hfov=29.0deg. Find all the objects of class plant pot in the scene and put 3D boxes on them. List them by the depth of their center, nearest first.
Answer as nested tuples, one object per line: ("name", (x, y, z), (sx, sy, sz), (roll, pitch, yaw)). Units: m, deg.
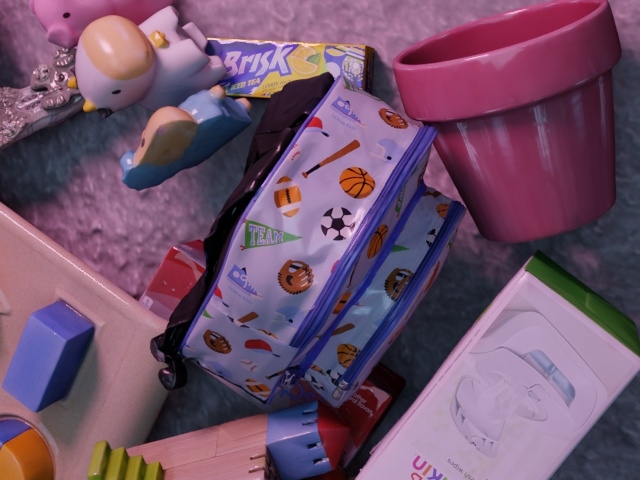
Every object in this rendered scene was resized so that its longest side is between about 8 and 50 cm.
("plant pot", (0.183, -0.105, 1.116), (0.201, 0.201, 0.180), (-15, 105, 13))

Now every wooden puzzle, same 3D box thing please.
("wooden puzzle", (-0.338, 0.133, 1.248), (0.347, 0.080, 0.322), (32, 115, 10))

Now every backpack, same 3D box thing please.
("backpack", (0.000, 0.000, 1.073), (0.213, 0.263, 0.277), (23, 56, 4))

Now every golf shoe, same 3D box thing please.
("golf shoe", (-0.298, -0.127, 1.264), (0.176, 0.086, 0.069), (-24, 76, 6))

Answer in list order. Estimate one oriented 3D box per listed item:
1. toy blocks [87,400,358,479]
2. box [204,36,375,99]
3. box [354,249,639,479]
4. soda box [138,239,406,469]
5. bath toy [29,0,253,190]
("toy blocks", (-0.017, 0.301, 1.152), (0.260, 0.191, 0.382), (-16, 116, 8))
("box", (-0.034, -0.167, 1.222), (0.168, 0.054, 0.059), (5, 94, 13))
("box", (0.160, 0.137, 1.090), (0.126, 0.262, 0.231), (37, 99, 8))
("soda box", (-0.051, 0.107, 1.225), (0.263, 0.083, 0.092), (34, 101, 8))
("bath toy", (-0.209, -0.214, 1.181), (0.129, 0.151, 0.348), (-38, 68, 13))
